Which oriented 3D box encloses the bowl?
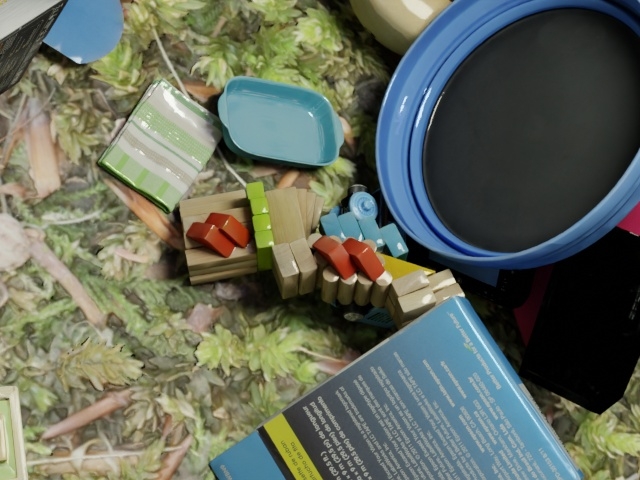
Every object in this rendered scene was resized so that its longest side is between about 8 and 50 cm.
[{"bbox_3d":[0.245,-0.146,1.580,0.077,0.391,0.391,30,52,-47],"label":"bowl"}]

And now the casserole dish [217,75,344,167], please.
[{"bbox_3d":[-0.056,-0.147,1.685,0.188,0.037,0.114,7,65,-32],"label":"casserole dish"}]

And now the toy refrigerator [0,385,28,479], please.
[{"bbox_3d":[-0.348,0.289,1.320,0.102,0.094,0.269,-1,68,-26],"label":"toy refrigerator"}]

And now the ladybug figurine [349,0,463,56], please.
[{"bbox_3d":[0.224,-0.363,1.856,0.449,0.162,0.305,-6,72,-28],"label":"ladybug figurine"}]

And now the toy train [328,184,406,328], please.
[{"bbox_3d":[0.065,0.020,1.657,0.105,0.080,0.184,16,63,-26],"label":"toy train"}]

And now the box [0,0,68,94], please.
[{"bbox_3d":[-0.386,-0.198,1.442,0.056,0.231,0.183,49,57,-3],"label":"box"}]

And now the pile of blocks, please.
[{"bbox_3d":[0.000,0.000,1.543,0.362,0.112,0.149,13,70,3],"label":"pile of blocks"}]

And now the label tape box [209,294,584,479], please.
[{"bbox_3d":[0.087,0.260,1.494,0.347,0.115,0.249,-35,78,10],"label":"label tape box"}]

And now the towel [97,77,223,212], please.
[{"bbox_3d":[-0.193,-0.121,1.625,0.113,0.023,0.152,34,57,-8],"label":"towel"}]

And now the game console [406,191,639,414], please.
[{"bbox_3d":[0.243,0.051,1.610,0.044,0.361,0.213,3,107,-50],"label":"game console"}]

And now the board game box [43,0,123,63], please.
[{"bbox_3d":[-0.329,-0.288,1.631,0.168,0.033,0.133,32,52,-16],"label":"board game box"}]

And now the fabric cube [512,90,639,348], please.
[{"bbox_3d":[0.389,-0.014,1.693,0.254,0.259,0.258,-2,68,-45],"label":"fabric cube"}]
